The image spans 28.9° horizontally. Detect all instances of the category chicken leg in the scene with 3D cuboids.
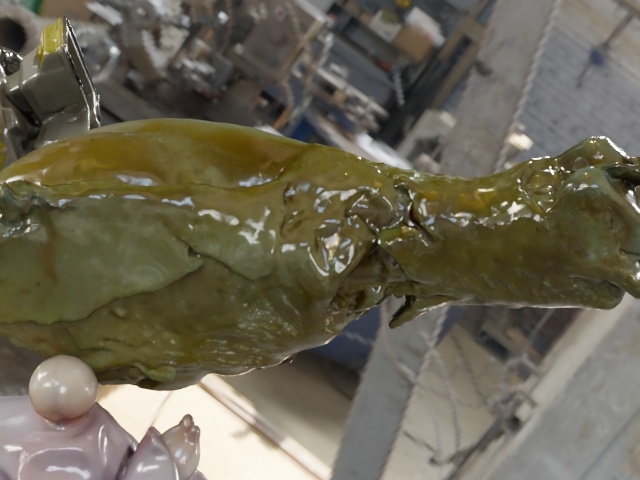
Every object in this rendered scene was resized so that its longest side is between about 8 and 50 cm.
[{"bbox_3d":[0.000,0.000,0.716,0.201,0.429,0.152,71,20,-49],"label":"chicken leg"}]

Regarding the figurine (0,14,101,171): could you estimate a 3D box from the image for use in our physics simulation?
[{"bbox_3d":[-0.358,-0.093,1.261,0.308,0.308,0.143,43,-8,25],"label":"figurine"}]

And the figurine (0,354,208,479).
[{"bbox_3d":[-0.131,0.167,0.701,0.276,0.200,0.133,9,31,33],"label":"figurine"}]

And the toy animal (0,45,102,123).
[{"bbox_3d":[-0.433,-0.211,1.595,0.168,0.106,0.343,1,-19,34],"label":"toy animal"}]
